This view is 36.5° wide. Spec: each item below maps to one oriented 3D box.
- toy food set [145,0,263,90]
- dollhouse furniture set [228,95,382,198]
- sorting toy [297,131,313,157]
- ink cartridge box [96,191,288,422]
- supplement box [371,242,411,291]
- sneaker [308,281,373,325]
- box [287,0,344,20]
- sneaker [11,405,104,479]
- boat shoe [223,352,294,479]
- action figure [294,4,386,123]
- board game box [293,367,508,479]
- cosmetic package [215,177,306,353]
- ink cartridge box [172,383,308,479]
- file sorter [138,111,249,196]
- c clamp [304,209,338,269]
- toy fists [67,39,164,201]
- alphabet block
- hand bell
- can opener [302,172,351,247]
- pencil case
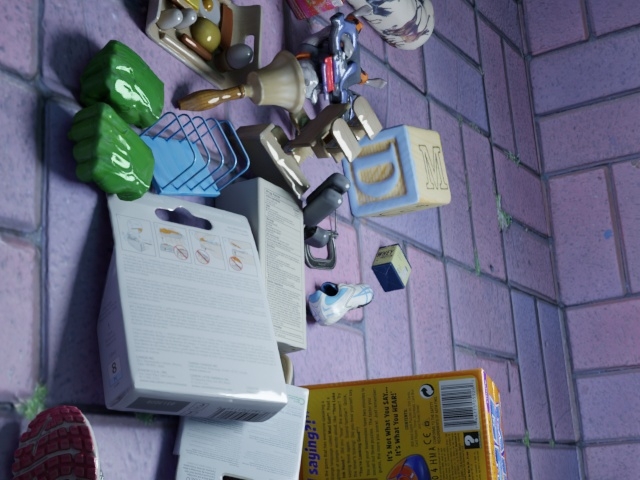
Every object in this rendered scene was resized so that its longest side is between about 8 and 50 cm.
[{"bbox_3d":[-0.217,-0.445,1.897,0.306,0.092,0.220,33,52,-51],"label":"toy food set"},{"bbox_3d":[-0.042,-0.223,2.000,0.242,0.212,0.161,-48,120,-28],"label":"dollhouse furniture set"},{"bbox_3d":[-0.029,-0.217,2.209,0.083,0.012,0.062,31,48,-47],"label":"sorting toy"},{"bbox_3d":[-0.229,0.107,1.632,0.308,0.091,0.385,14,49,-40],"label":"ink cartridge box"},{"bbox_3d":[0.177,0.067,2.404,0.083,0.056,0.083,60,34,-27],"label":"supplement box"},{"bbox_3d":[0.049,0.122,2.143,0.237,0.085,0.086,-22,90,-63],"label":"sneaker"},{"bbox_3d":[-0.045,-0.655,2.235,0.257,0.128,0.123,55,37,-34],"label":"box"},{"bbox_3d":[-0.349,0.381,1.354,0.112,0.120,0.299,74,6,-82],"label":"sneaker"},{"bbox_3d":[-0.102,0.346,1.787,0.092,0.102,0.285,57,36,-45],"label":"boat shoe"},{"bbox_3d":[0.029,-0.379,2.279,0.330,0.178,0.341,-32,128,-51],"label":"action figure"},{"bbox_3d":[0.170,0.459,1.857,0.356,0.356,0.357,46,39,-69],"label":"board game box"},{"bbox_3d":[-0.115,0.055,1.858,0.160,0.113,0.310,27,56,-54],"label":"cosmetic package"},{"bbox_3d":[-0.137,0.338,1.670,0.223,0.045,0.224,18,57,-18],"label":"ink cartridge box"},{"bbox_3d":[-0.226,-0.156,1.728,0.170,0.104,0.118,-3,61,-59],"label":"file sorter"},{"bbox_3d":[0.000,0.000,2.171,0.160,0.022,0.137,-3,87,-61],"label":"c clamp"},{"bbox_3d":[-0.341,-0.203,1.596,0.142,0.096,0.279,50,37,-51],"label":"toy fists"},{"bbox_3d":[0.185,-0.166,2.379,0.197,0.192,0.193,-2,83,-59],"label":"alphabet block"},{"bbox_3d":[-0.164,-0.286,1.874,0.242,0.126,0.126,-16,93,-27],"label":"hand bell"},{"bbox_3d":[0.009,-0.053,1.976,0.095,0.283,0.076,31,68,-10],"label":"can opener"},{"bbox_3d":[0.145,-0.664,2.533,0.410,0.160,0.184,31,44,-52],"label":"pencil case"}]
